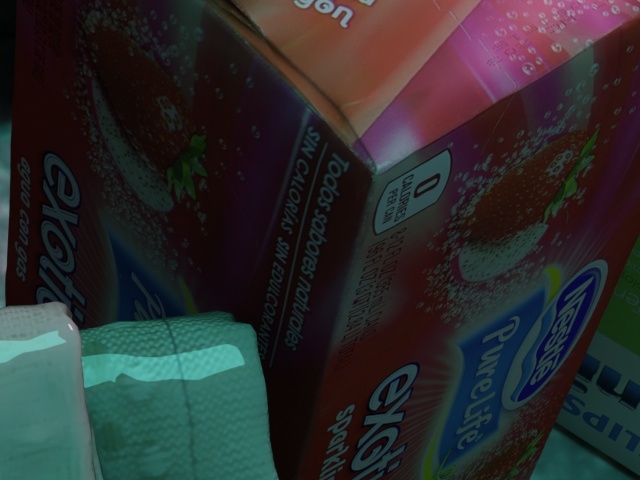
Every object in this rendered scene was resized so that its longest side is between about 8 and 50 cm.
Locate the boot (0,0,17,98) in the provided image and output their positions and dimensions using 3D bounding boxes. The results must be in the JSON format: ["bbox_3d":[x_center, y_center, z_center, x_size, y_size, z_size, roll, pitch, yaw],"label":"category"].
[{"bbox_3d":[-0.080,-0.242,0.772,0.284,0.138,0.377,40,60,19],"label":"boot"}]

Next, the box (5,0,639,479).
[{"bbox_3d":[0.000,0.000,0.515,0.128,0.257,0.122,-31,63,-31],"label":"box"}]

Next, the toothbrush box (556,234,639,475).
[{"bbox_3d":[0.103,-0.074,0.579,0.206,0.283,0.122,32,52,13],"label":"toothbrush box"}]

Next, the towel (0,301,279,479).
[{"bbox_3d":[-0.129,0.183,0.365,0.324,0.056,0.312,-11,93,-21],"label":"towel"}]
